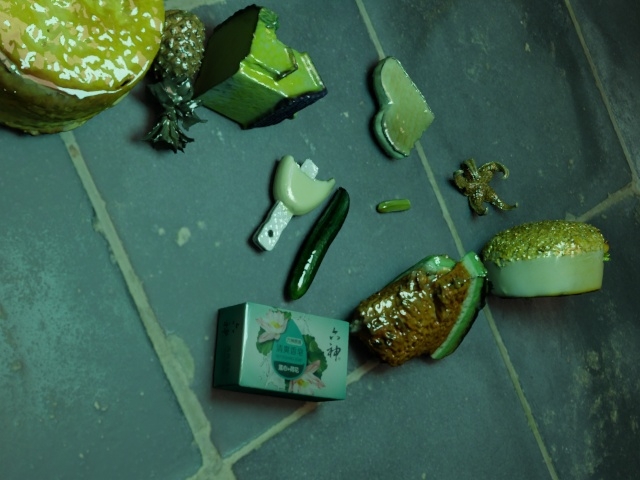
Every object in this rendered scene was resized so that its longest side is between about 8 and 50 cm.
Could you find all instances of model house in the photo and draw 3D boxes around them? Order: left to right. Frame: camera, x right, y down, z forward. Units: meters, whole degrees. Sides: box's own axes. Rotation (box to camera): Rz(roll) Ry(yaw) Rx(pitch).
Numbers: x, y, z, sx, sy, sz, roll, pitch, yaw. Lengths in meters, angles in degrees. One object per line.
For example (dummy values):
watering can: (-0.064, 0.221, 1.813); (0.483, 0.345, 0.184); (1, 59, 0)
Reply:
model house: (-0.096, -0.313, 1.716); (0.211, 0.193, 0.170); (27, 61, -30)

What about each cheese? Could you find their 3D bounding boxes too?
cheese: (-0.061, -0.072, 1.778); (0.127, 0.049, 0.235); (45, 57, -24)

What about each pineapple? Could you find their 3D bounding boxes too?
pineapple: (-0.261, -0.281, 1.633); (0.125, 0.125, 0.252); (9, 80, -37)

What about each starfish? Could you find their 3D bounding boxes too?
starfish: (0.373, -0.122, 2.120); (0.189, 0.074, 0.147); (4, 75, -38)

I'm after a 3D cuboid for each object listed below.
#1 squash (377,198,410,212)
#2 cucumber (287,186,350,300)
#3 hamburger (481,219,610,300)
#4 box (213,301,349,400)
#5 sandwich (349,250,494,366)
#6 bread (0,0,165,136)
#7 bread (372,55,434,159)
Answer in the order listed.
squash: (0.156, -0.075, 1.966); (0.083, 0.027, 0.028); (-6, 83, -39)
cucumber: (0.000, 0.000, 1.807); (0.056, 0.056, 0.284); (41, 56, -24)
hamburger: (0.508, 0.040, 2.065); (0.294, 0.275, 0.179); (-1, 87, -50)
box: (-0.068, 0.209, 1.675); (0.244, 0.092, 0.153); (14, 71, -35)
sandwich: (0.180, 0.140, 1.861); (0.301, 0.251, 0.162); (-13, 44, -31)
bread: (-0.442, -0.356, 1.441); (0.398, 0.215, 0.399); (5, 81, -38)
bread: (0.179, -0.290, 2.013); (0.172, 0.064, 0.232); (2, 80, -39)
